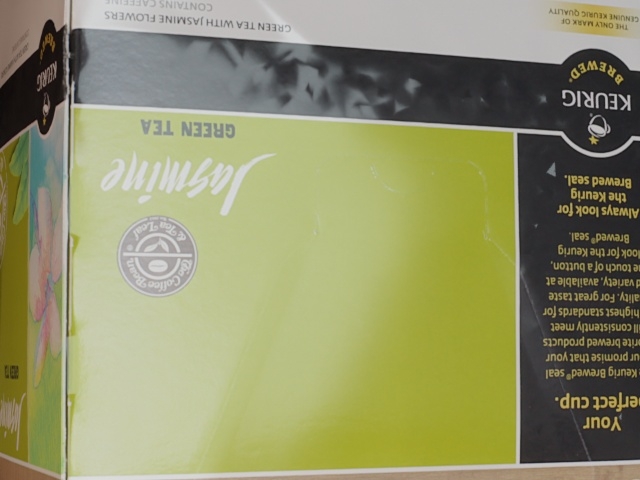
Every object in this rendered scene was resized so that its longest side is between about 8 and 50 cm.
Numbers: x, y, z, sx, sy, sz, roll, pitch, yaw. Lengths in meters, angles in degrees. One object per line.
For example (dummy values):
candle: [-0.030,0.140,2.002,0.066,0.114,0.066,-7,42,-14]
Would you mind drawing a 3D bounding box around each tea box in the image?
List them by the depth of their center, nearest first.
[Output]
tea box: [0.000,0.000,0.815,0.328,0.220,0.324,2,84,-21]
